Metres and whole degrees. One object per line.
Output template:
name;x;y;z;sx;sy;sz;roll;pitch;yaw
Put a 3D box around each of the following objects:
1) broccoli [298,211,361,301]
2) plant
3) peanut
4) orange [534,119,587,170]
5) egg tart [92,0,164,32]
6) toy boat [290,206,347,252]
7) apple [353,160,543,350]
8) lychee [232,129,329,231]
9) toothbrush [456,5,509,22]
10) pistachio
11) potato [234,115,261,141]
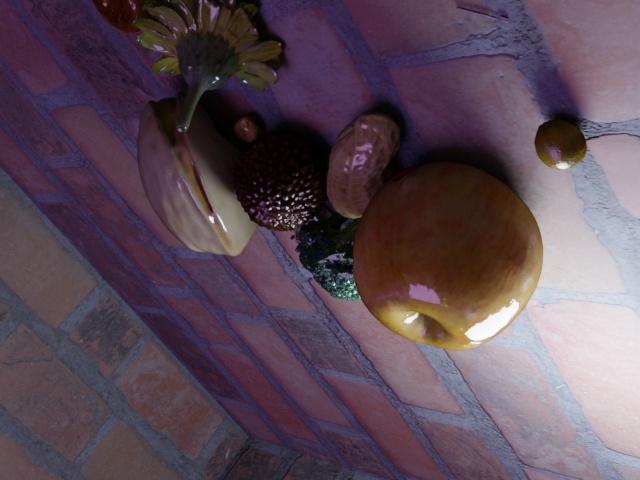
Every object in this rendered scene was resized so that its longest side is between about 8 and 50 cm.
broccoli;0.086;0.028;1.981;0.294;0.245;0.265;33;172;2
plant;-0.242;-0.396;1.698;0.306;0.297;0.261;13;122;5
peanut;0.092;-0.161;1.794;0.153;0.140;0.325;18;147;-2
orange;0.421;-0.170;1.455;0.095;0.085;0.085;48;151;-4
egg tart;-0.402;-0.549;1.769;0.202;0.147;0.202;29;149;19
toy boat;0.007;-0.002;2.140;0.269;0.141;0.141;36;156;-27
apple;0.255;0.039;1.685;0.391;0.346;0.391;23;150;14
lychee;-0.091;-0.134;1.931;0.236;0.271;0.236;6;132;7
toothbrush;0.272;-0.382;1.387;0.097;0.006;0.008;23;136;26
pistachio;-0.305;-0.163;2.087;0.365;0.281;0.445;-117;3;-73
potato;-0.178;-0.273;2.014;0.068;0.062;0.083;11;-177;-5
